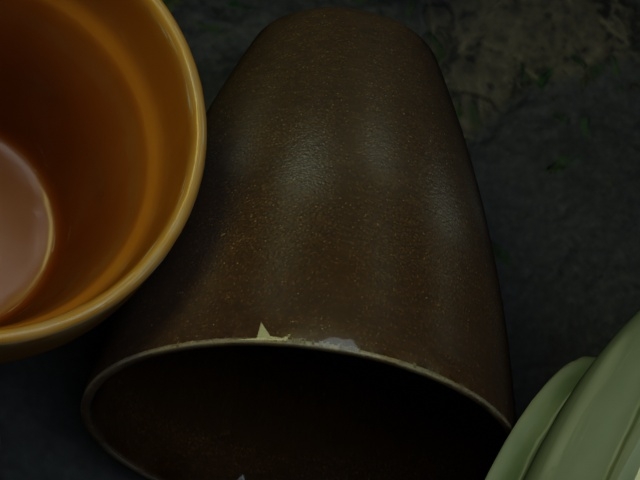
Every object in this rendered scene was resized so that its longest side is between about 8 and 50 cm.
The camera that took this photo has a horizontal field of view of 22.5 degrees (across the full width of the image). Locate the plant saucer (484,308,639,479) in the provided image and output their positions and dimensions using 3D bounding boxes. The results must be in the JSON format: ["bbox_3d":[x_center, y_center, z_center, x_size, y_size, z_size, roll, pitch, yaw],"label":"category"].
[{"bbox_3d":[0.142,0.172,0.790,0.100,0.400,0.400,19,65,26],"label":"plant saucer"}]

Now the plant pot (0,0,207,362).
[{"bbox_3d":[-0.174,-0.030,0.776,0.205,0.188,0.205,5,73,-15],"label":"plant pot"}]

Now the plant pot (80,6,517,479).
[{"bbox_3d":[0.000,0.000,0.842,0.215,0.215,0.230,15,59,-16],"label":"plant pot"}]
